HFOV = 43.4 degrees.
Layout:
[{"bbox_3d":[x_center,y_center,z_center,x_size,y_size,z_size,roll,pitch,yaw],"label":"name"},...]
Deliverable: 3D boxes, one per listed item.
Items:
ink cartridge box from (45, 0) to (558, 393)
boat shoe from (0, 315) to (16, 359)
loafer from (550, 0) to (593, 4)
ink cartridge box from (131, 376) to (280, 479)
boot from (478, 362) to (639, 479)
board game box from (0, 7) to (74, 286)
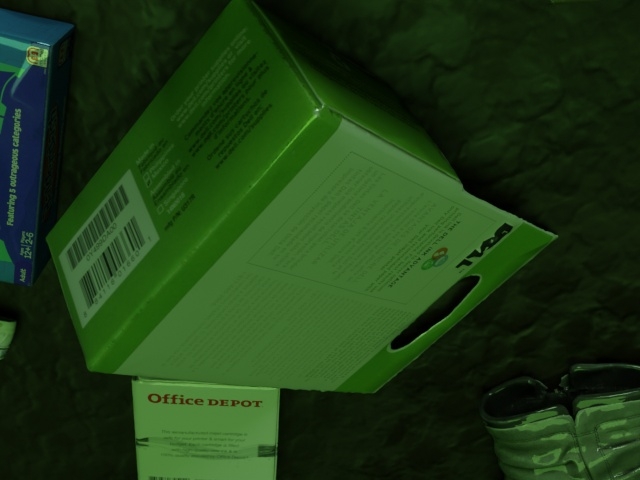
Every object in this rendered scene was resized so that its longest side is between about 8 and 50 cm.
[{"bbox_3d":[0.000,0.000,0.491,0.189,0.097,0.255,-45,144,21],"label":"ink cartridge box"},{"bbox_3d":[-0.256,0.047,0.546,0.100,0.035,0.035,25,89,-9],"label":"boat shoe"},{"bbox_3d":[0.141,-0.148,0.425,0.147,0.056,0.050,20,118,1],"label":"loafer"},{"bbox_3d":[-0.079,0.137,0.578,0.099,0.056,0.135,4,119,-2],"label":"ink cartridge box"},{"bbox_3d":[0.244,0.164,0.583,0.246,0.083,0.161,-8,113,3],"label":"boot"},{"bbox_3d":[-0.261,-0.070,0.470,0.210,0.047,0.160,12,119,-5],"label":"board game box"}]
